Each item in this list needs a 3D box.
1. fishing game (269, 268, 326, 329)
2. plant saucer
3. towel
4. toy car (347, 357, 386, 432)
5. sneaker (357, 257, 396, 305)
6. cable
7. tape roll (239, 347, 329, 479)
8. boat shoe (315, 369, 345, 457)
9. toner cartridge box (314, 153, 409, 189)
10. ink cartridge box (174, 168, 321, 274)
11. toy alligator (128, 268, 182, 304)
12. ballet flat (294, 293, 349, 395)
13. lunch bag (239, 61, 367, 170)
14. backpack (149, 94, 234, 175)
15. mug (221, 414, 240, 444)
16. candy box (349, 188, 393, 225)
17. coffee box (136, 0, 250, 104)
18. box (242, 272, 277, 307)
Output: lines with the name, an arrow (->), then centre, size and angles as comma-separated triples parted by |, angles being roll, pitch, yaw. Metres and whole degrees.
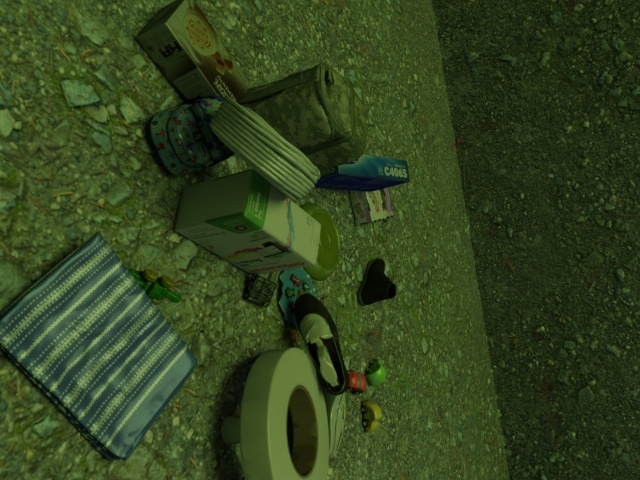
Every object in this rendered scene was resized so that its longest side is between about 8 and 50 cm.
fishing game -> -0.055, 0.154, 1.541 | 0.264, 0.041, 0.189 | 51, 39, -38
plant saucer -> 0.000, 0.000, 1.684 | 0.241, 0.037, 0.241 | 27, 58, -53
towel -> -0.368, 0.189, 0.967 | 0.243, 0.040, 0.336 | -53, 126, -39
toy car -> 0.166, 0.464, 1.796 | 0.225, 0.053, 0.239 | -52, 124, -52
sneaker -> 0.216, 0.140, 1.919 | 0.083, 0.118, 0.222 | 60, 35, -28
cable -> -0.115, -0.186, 1.151 | 0.257, 0.089, 0.257 | 40, 4, -4
tape roll -> -0.072, 0.449, 1.306 | 0.392, 0.071, 0.392 | -10, 90, -72
boat shoe -> 0.030, 0.462, 1.532 | 0.088, 0.096, 0.268 | 36, 52, -55
toner cartridge box -> 0.111, -0.212, 1.743 | 0.347, 0.165, 0.075 | -1, 81, -47
ink cartridge box -> -0.156, -0.030, 1.269 | 0.278, 0.201, 0.117 | 38, 50, -49
toy alligator -> -0.349, 0.076, 1.070 | 0.189, 0.056, 0.051 | 30, 11, -44
ballet flat -> 0.007, 0.272, 1.447 | 0.096, 0.095, 0.281 | -19, 85, -84
lunch bag -> -0.061, -0.315, 1.432 | 0.256, 0.305, 0.213 | 42, 44, -50
backpack -> -0.278, -0.227, 1.215 | 0.173, 0.116, 0.158 | -40, 116, -55
mug -> -0.174, 0.413, 1.233 | 0.062, 0.064, 0.078 | 52, 40, -37
candy box -> 0.182, -0.148, 2.000 | 0.196, 0.070, 0.165 | -16, 95, -59
coffee box -> -0.284, -0.409, 1.278 | 0.246, 0.098, 0.141 | 54, 39, -35
box -> -0.150, 0.126, 1.387 | 0.083, 0.018, 0.067 | 32, 77, -51
